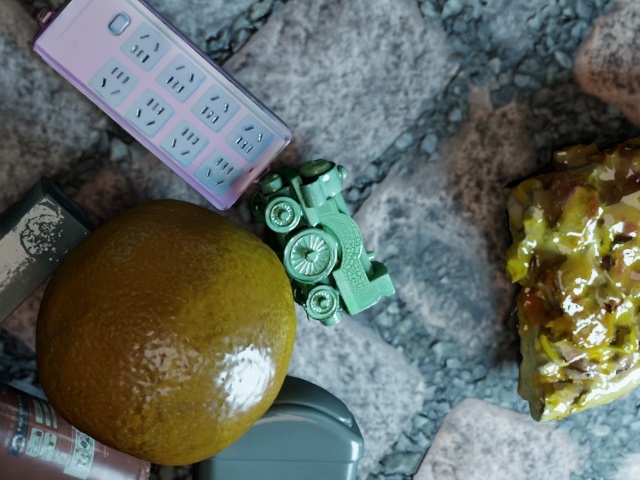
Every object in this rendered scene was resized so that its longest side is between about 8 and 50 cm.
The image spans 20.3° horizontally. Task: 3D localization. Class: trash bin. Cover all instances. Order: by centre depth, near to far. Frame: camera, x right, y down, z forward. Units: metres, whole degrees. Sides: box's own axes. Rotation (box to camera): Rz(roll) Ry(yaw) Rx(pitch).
[{"bbox_3d":[-0.051,0.260,1.882,0.176,0.101,0.236,1,109,-11],"label":"trash bin"}]

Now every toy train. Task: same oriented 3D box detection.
[{"bbox_3d":[0.000,0.000,1.821,0.104,0.071,0.178,-27,111,-8],"label":"toy train"}]

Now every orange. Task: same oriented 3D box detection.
[{"bbox_3d":[-0.146,0.085,1.725,0.264,0.264,0.264,-3,108,-9],"label":"orange"}]

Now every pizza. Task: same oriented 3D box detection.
[{"bbox_3d":[0.319,0.007,1.860,0.277,0.114,0.409,37,96,-23],"label":"pizza"}]

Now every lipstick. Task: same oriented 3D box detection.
[{"bbox_3d":[-0.362,0.074,1.784,0.317,0.068,0.066,-44,111,6],"label":"lipstick"}]

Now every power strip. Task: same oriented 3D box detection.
[{"bbox_3d":[-0.154,-0.148,1.763,0.279,0.037,0.109,41,98,-19],"label":"power strip"}]

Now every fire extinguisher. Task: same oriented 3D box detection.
[{"bbox_3d":[-0.314,0.173,1.751,0.337,0.106,0.147,29,103,-37],"label":"fire extinguisher"}]
